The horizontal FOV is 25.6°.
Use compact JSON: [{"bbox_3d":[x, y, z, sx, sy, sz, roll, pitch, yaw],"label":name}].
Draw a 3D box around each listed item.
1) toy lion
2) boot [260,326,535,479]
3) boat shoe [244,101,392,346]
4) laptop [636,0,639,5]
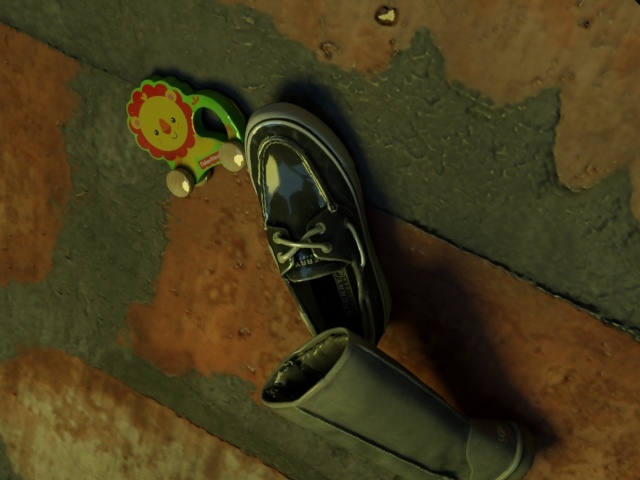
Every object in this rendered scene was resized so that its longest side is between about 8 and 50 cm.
[{"bbox_3d":[-0.106,-0.089,1.111,0.100,0.034,0.096,-22,101,39],"label":"toy lion"},{"bbox_3d":[0.040,0.162,1.112,0.208,0.076,0.189,22,127,-31],"label":"boot"},{"bbox_3d":[0.000,0.000,1.072,0.077,0.070,0.219,-15,117,21],"label":"boat shoe"},{"bbox_3d":[0.295,-0.211,0.801,0.234,0.136,0.264,45,107,-5],"label":"laptop"}]
